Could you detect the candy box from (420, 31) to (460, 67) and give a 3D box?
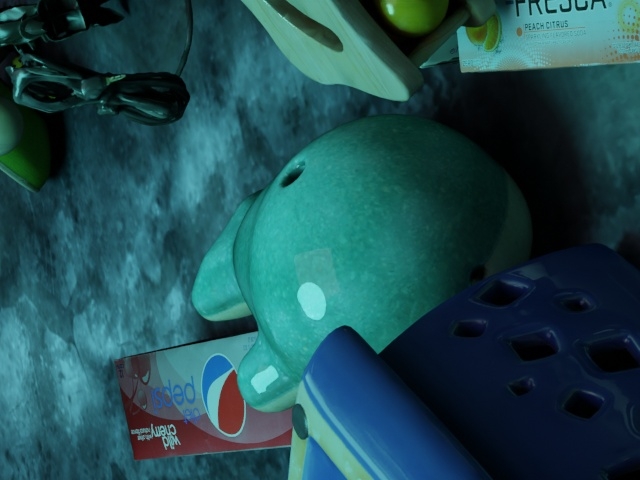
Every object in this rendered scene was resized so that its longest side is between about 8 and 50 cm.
[{"bbox_3d":[0.053,-0.238,1.078,0.159,0.071,0.233,36,127,45],"label":"candy box"}]

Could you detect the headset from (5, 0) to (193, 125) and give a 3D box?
[{"bbox_3d":[-0.136,-0.274,1.263,0.243,0.185,0.394,-22,68,58],"label":"headset"}]

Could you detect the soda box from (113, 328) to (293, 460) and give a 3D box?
[{"bbox_3d":[-0.051,0.107,1.320,0.263,0.092,0.083,-16,86,58],"label":"soda box"}]

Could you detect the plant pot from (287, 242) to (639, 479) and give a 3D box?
[{"bbox_3d":[0.107,0.164,0.945,0.236,0.212,0.236,46,139,49],"label":"plant pot"}]

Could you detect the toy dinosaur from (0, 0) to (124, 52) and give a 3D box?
[{"bbox_3d":[-0.294,-0.210,1.482,0.218,0.164,0.322,-8,54,28],"label":"toy dinosaur"}]

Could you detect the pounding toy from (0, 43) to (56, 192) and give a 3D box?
[{"bbox_3d":[-0.290,-0.145,1.603,0.183,0.110,0.237,41,178,6],"label":"pounding toy"}]

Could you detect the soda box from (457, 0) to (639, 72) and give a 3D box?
[{"bbox_3d":[0.148,-0.125,0.972,0.183,0.058,0.063,5,102,57],"label":"soda box"}]

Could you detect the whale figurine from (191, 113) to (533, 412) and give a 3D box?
[{"bbox_3d":[0.000,0.000,1.109,0.141,0.216,0.272,43,161,-29],"label":"whale figurine"}]

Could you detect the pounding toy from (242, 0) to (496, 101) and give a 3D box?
[{"bbox_3d":[0.004,-0.221,0.964,0.269,0.155,0.154,50,160,-15],"label":"pounding toy"}]
